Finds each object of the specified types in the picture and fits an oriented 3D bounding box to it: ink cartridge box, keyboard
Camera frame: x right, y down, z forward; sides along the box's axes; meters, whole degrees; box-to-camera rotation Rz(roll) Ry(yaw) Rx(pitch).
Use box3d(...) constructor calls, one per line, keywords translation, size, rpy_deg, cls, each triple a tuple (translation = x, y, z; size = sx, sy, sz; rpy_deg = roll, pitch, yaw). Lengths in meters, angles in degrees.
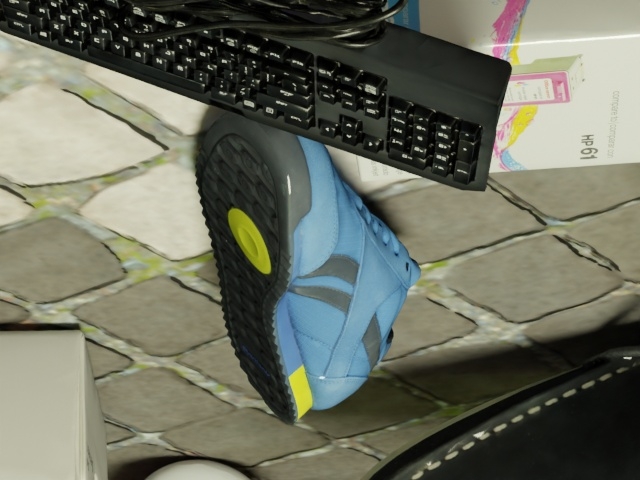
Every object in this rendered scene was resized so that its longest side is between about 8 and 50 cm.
box3d(translation=(0.070, -0.067, 0.602), size=(0.122, 0.052, 0.088), rpy_deg=(-5, 152, 5), cls="ink cartridge box")
box3d(translation=(-0.036, -0.060, 0.551), size=(0.192, 0.038, 0.100), rpy_deg=(18, 151, 9), cls="keyboard")
box3d(translation=(-0.226, 0.118, 0.910), size=(0.219, 0.092, 0.160), rpy_deg=(0, 154, -3), cls="ink cartridge box")

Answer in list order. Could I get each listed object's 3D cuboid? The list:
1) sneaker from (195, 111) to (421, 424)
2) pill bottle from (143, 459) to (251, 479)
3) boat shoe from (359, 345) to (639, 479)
box3d(translation=(0.000, 0.000, 0.737), size=(0.082, 0.069, 0.209), rpy_deg=(-30, 149, -16), cls="sneaker")
box3d(translation=(-0.098, 0.217, 1.107), size=(0.103, 0.103, 0.184), rpy_deg=(7, 153, -17), cls="pill bottle")
box3d(translation=(0.231, 0.099, 0.814), size=(0.500, 0.186, 0.156), rpy_deg=(-14, 146, 13), cls="boat shoe")
